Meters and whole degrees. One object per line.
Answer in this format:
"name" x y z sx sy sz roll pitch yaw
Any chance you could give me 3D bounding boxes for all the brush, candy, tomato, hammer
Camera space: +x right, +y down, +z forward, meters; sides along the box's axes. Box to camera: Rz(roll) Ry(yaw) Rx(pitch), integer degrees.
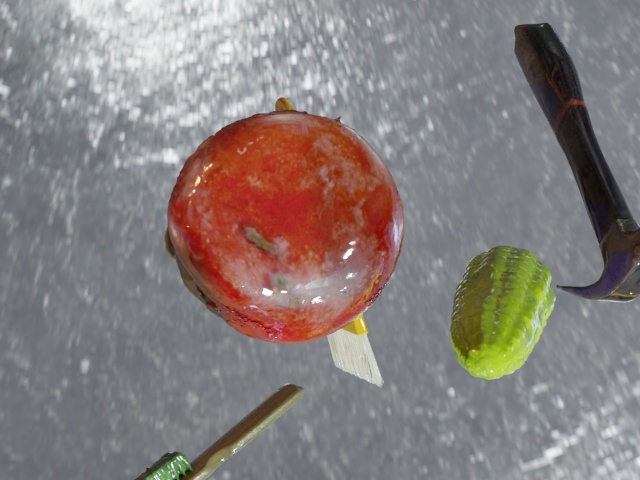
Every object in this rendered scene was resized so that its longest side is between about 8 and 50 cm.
"brush" -0.133 0.235 1.885 0.282 0.054 0.048 -36 102 -30
"brush" 0.000 0.000 1.573 0.013 0.103 0.272 -20 104 -19
"candy" 0.167 0.075 1.625 0.096 0.209 0.097 4 111 12
"tomato" -0.013 0.002 1.291 0.173 0.099 0.189 -33 123 -2
"hammer" 0.208 -0.071 1.396 0.037 0.290 0.137 6 134 -23

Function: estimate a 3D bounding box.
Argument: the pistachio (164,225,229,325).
"pistachio" -0.070 0.027 1.746 0.210 0.130 0.165 18 117 25
